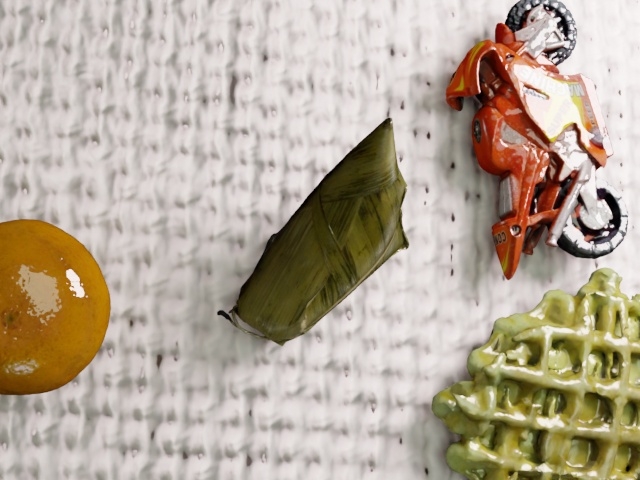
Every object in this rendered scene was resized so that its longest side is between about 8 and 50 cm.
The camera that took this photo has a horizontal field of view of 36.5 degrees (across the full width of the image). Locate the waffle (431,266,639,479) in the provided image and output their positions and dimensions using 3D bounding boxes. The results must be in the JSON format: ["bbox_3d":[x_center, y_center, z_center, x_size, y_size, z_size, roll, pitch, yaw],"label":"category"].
[{"bbox_3d":[0.280,0.196,1.001,0.317,0.073,0.297,-32,89,-18],"label":"waffle"}]

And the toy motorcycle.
[{"bbox_3d":[0.228,-0.115,1.041,0.171,0.089,0.298,-11,83,-15],"label":"toy motorcycle"}]

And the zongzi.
[{"bbox_3d":[-0.003,0.001,0.899,0.205,0.204,0.094,-41,74,-17],"label":"zongzi"}]

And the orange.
[{"bbox_3d":[-0.264,0.059,0.859,0.156,0.124,0.156,0,94,-6],"label":"orange"}]
